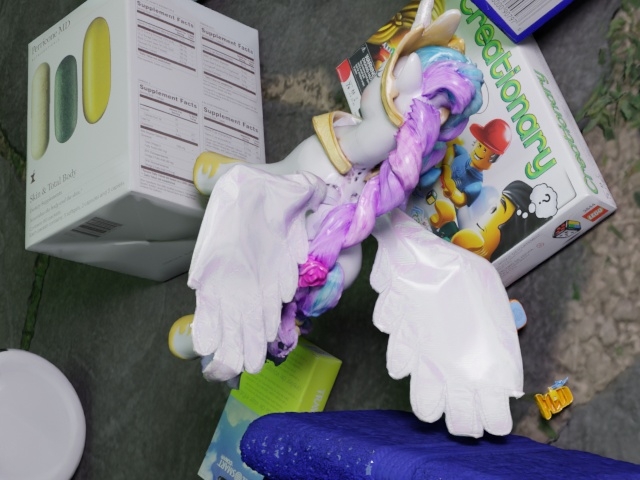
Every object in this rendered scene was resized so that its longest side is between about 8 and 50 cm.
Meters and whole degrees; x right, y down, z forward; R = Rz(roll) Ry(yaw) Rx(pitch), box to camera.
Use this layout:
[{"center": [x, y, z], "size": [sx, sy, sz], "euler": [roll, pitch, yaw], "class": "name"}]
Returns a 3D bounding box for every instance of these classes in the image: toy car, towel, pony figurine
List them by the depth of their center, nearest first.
[{"center": [0.110, 0.195, 0.957], "size": [0.308, 0.228, 0.076], "euler": [6, 89, 47], "class": "towel"}, {"center": [0.000, 0.000, 1.049], "size": [0.363, 0.303, 0.351], "euler": [-32, 45, 51], "class": "pony figurine"}, {"center": [0.179, 0.100, 1.067], "size": [0.040, 0.060, 0.122], "euler": [-24, 71, -12], "class": "toy car"}]

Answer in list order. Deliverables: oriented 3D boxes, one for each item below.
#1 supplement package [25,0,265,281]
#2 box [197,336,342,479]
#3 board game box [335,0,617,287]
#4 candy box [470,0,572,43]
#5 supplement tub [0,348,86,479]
[{"center": [-0.200, -0.119, 1.390], "size": [0.199, 0.198, 0.262], "euler": [-24, 61, 40], "class": "supplement package"}, {"center": [-0.054, 0.184, 1.258], "size": [0.109, 0.042, 0.178], "euler": [27, 97, 47], "class": "box"}, {"center": [0.135, -0.102, 1.150], "size": [0.193, 0.053, 0.305], "euler": [-39, 52, 30], "class": "board game box"}, {"center": [0.187, -0.382, 1.104], "size": [0.268, 0.122, 0.317], "euler": [-38, 52, 16], "class": "candy box"}, {"center": [-0.458, 0.264, 1.538], "size": [0.316, 0.194, 0.193], "euler": [-24, 61, 40], "class": "supplement tub"}]
